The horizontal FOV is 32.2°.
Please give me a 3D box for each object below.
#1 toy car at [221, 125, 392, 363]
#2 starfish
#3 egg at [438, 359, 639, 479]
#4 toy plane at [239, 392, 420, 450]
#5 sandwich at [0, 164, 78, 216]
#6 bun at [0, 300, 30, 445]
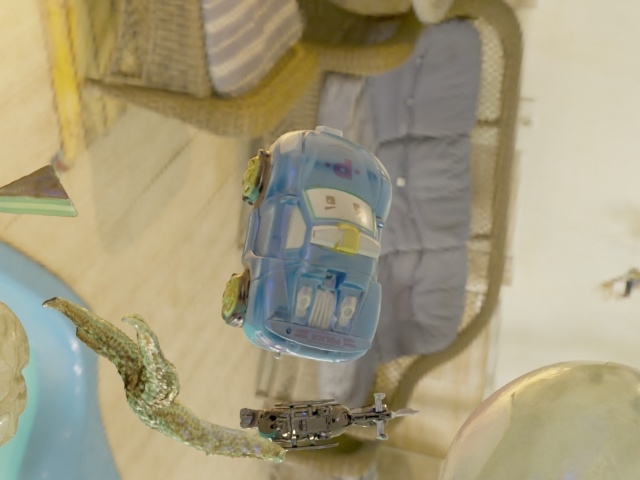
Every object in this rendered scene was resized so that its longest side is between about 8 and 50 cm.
[{"bbox_3d":[0.000,0.000,1.401,0.166,0.198,0.314,-19,-121,64],"label":"toy car"},{"bbox_3d":[-0.118,0.107,0.810,0.050,0.223,0.217,-51,153,-29],"label":"starfish"},{"bbox_3d":[0.181,0.197,0.863,0.217,0.183,0.183,-25,130,-31],"label":"egg"},{"bbox_3d":[0.011,0.191,1.194,0.078,0.197,0.053,151,-66,-86],"label":"toy plane"},{"bbox_3d":[-0.457,-0.056,1.755,0.074,0.116,0.074,60,-11,20],"label":"sandwich"},{"bbox_3d":[-0.299,0.131,0.914,0.183,0.102,0.183,-49,161,-24],"label":"bun"}]
